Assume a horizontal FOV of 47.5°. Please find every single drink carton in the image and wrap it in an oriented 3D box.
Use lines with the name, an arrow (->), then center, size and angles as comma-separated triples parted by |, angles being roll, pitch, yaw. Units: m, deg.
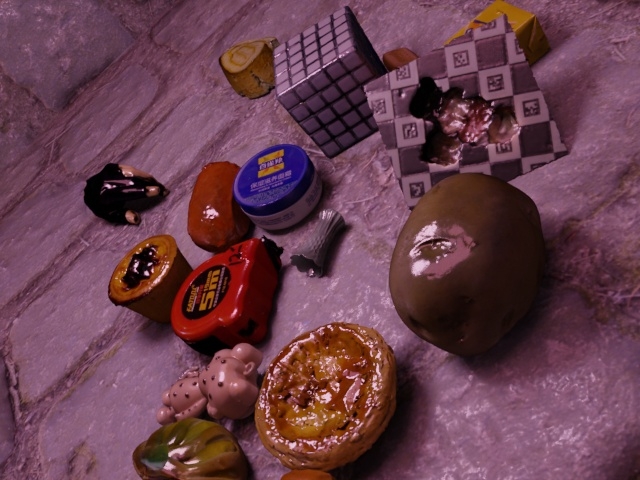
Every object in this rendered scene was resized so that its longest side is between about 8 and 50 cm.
drink carton -> 0.331, -0.383, 1.659 | 0.351, 0.111, 0.154 | -39, 38, 2

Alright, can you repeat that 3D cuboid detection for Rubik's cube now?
Rubik's cube -> 0.039, -0.396, 1.820 | 0.238, 0.237, 0.237 | -29, 38, 17

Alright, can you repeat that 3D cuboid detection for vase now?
vase -> 0.000, 0.000, 1.604 | 0.081, 0.081, 0.148 | 0, 50, 41

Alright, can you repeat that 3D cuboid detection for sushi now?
sushi -> 0.294, -0.248, 1.516 | 0.339, 0.069, 0.320 | -25, 81, 22

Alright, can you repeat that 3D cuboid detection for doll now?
doll -> -0.226, 0.303, 1.485 | 0.278, 0.119, 0.154 | -22, 40, 39

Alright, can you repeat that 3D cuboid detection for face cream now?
face cream -> -0.101, -0.127, 1.771 | 0.206, 0.111, 0.206 | -15, 47, 16

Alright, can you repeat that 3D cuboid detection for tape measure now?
tape measure -> -0.212, 0.134, 1.628 | 0.260, 0.114, 0.253 | -20, 43, 31

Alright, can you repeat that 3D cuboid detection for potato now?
potato -> 0.252, 0.025, 1.234 | 0.243, 0.221, 0.326 | -5, 46, 41

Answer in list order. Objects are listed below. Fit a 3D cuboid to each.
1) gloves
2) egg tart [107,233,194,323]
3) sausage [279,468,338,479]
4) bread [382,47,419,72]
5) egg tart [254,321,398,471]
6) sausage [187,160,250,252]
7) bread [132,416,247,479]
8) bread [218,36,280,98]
gloves -> -0.603, -0.140, 2.231 | 0.301, 0.152, 0.197 | -3, 78, 22
egg tart -> -0.399, 0.100, 1.775 | 0.215, 0.171, 0.215 | -25, 40, 23
sausage -> -0.031, 0.527, 1.083 | 0.134, 0.116, 0.353 | -7, 50, 18
bread -> 0.211, -0.451, 1.871 | 0.082, 0.056, 0.115 | -23, 39, -11
egg tart -> 0.022, 0.278, 1.279 | 0.290, 0.115, 0.290 | -22, 43, 22
sausage -> -0.254, -0.083, 1.840 | 0.141, 0.153, 0.268 | -17, 45, 22
bread -> -0.245, 0.403, 1.360 | 0.261, 0.158, 0.156 | -10, 44, 32
bread -> -0.217, -0.554, 2.301 | 0.186, 0.124, 0.257 | -43, 36, -12
